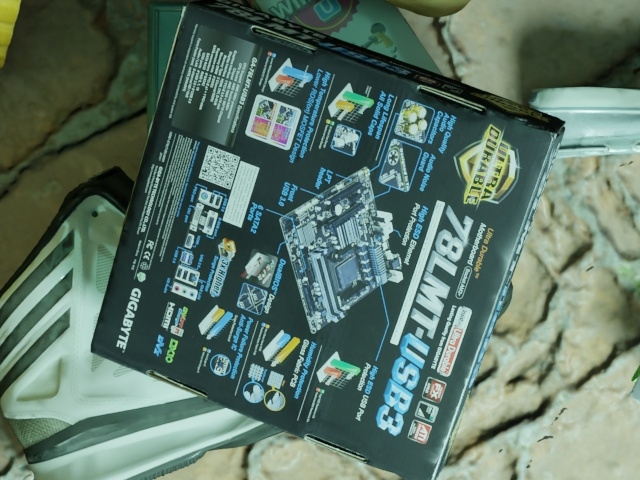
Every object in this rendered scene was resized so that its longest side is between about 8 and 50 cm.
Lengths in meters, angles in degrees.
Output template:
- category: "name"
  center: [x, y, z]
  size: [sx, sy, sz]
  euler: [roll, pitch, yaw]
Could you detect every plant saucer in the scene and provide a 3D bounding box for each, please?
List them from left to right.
- category: "plant saucer"
  center: [-0.122, -0.120, 1.509]
  size: [0.067, 0.018, 0.192]
  euler: [0, 87, -1]

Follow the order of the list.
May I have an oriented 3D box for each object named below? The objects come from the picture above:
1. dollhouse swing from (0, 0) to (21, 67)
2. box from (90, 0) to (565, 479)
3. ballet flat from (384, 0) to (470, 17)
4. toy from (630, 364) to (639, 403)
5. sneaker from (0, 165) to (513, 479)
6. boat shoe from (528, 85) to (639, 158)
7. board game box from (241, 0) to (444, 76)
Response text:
- category: "dollhouse swing"
  center: [-0.393, -0.104, 1.264]
  size: [0.315, 0.347, 0.305]
  euler: [9, 61, -15]
- category: "box"
  center: [0.000, 0.000, 1.281]
  size: [0.293, 0.073, 0.295]
  euler: [20, 106, 9]
- category: "ballet flat"
  center: [0.008, -0.225, 1.264]
  size: [0.232, 0.073, 0.080]
  euler: [11, 87, -1]
- category: "toy"
  center: [0.367, 0.183, 1.472]
  size: [0.237, 0.137, 0.056]
  euler: [41, 128, -1]
- category: "sneaker"
  center: [-0.078, 0.036, 1.424]
  size: [0.447, 0.169, 0.257]
  euler: [-21, 91, 1]
- category: "boat shoe"
  center: [0.296, -0.093, 1.491]
  size: [0.227, 0.079, 0.081]
  euler: [3, 97, 4]
- category: "board game box"
  center: [0.013, -0.172, 1.411]
  size: [0.097, 0.224, 0.303]
  euler: [-34, 88, 0]
